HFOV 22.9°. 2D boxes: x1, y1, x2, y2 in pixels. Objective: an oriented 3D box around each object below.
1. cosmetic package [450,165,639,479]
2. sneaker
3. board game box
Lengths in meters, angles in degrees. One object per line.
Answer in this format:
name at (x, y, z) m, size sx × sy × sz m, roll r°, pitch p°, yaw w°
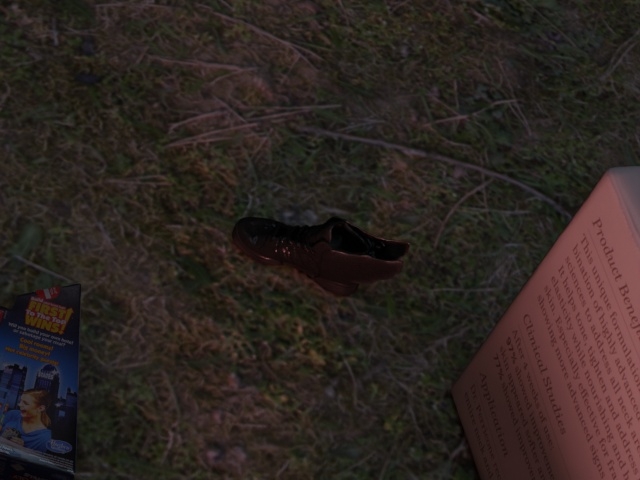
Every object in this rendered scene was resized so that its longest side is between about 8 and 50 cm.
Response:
cosmetic package at (0.367, 0.164, 1.412) m, size 0.327 × 0.394 × 0.329 m, roll -4°, pitch 60°, yaw -21°
sneaker at (-0.001, 0.002, 1.589) m, size 0.170 × 0.089 × 0.051 m, roll 26°, pitch 53°, yaw -1°
board game box at (-0.294, 0.116, 1.432) m, size 0.194 × 0.060 × 0.194 m, roll 18°, pitch 52°, yaw -6°
